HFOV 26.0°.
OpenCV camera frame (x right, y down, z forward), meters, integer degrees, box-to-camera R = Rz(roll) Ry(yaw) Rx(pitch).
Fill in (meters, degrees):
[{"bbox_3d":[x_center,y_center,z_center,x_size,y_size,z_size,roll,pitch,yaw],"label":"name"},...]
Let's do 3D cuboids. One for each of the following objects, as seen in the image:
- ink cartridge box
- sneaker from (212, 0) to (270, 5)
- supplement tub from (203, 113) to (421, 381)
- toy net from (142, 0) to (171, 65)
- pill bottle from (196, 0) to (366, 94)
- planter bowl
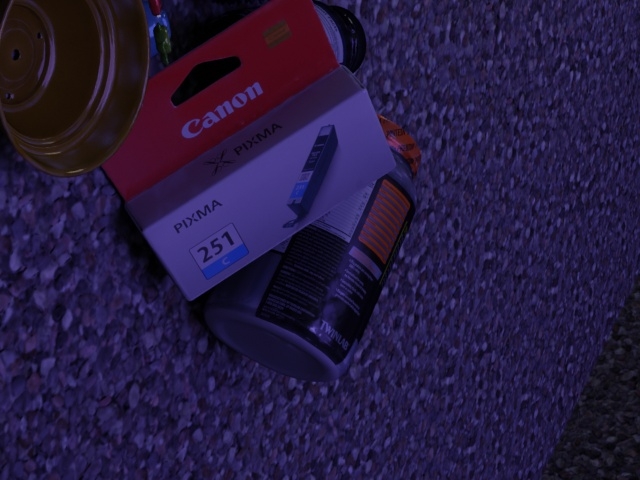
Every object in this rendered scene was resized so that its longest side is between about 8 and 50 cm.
[{"bbox_3d":[-0.084,-0.102,1.535,0.296,0.066,0.261,-34,137,-6],"label":"ink cartridge box"},{"bbox_3d":[-0.062,-0.335,1.632,0.234,0.078,0.106,-23,112,-54],"label":"sneaker"},{"bbox_3d":[0.000,0.000,1.730,0.316,0.193,0.193,-65,147,-22],"label":"supplement tub"},{"bbox_3d":[-0.194,-0.295,1.414,0.122,0.045,0.232,-106,-175,-75],"label":"toy net"},{"bbox_3d":[-0.039,-0.224,1.657,0.219,0.122,0.123,-23,120,-55],"label":"pill bottle"},{"bbox_3d":[-0.264,-0.174,1.327,0.217,0.090,0.217,-28,124,-52],"label":"planter bowl"}]
